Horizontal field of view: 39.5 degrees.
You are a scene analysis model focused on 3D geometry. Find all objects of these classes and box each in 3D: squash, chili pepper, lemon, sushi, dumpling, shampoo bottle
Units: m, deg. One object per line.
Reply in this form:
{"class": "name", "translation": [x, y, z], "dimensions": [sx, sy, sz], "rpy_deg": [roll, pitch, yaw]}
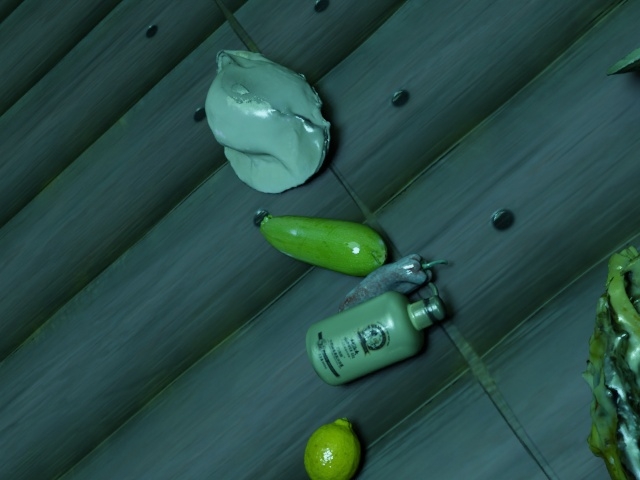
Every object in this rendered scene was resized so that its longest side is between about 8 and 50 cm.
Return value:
{"class": "squash", "translation": [0.000, 0.000, 1.119], "dimensions": [0.201, 0.066, 0.066], "rpy_deg": [16, 76, 40]}
{"class": "chili pepper", "translation": [0.077, 0.053, 1.046], "dimensions": [0.153, 0.050, 0.041], "rpy_deg": [-29, 29, 24]}
{"class": "lemon", "translation": [0.014, 0.236, 0.988], "dimensions": [0.062, 0.062, 0.083], "rpy_deg": [9, 74, 36]}
{"class": "sushi", "translation": [0.307, 0.148, 0.816], "dimensions": [0.131, 0.139, 0.291], "rpy_deg": [-9, 61, 7]}
{"class": "dumpling", "translation": [-0.088, -0.158, 1.236], "dimensions": [0.247, 0.142, 0.173], "rpy_deg": [45, 130, 33]}
{"class": "shampoo bottle", "translation": [0.067, 0.104, 1.009], "dimensions": [0.162, 0.079, 0.079], "rpy_deg": [-25, 55, 21]}

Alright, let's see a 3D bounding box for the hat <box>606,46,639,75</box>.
{"class": "hat", "translation": [0.426, -0.196, 0.899], "dimensions": [0.252, 0.252, 0.110], "rpy_deg": [-33, 90, 15]}
